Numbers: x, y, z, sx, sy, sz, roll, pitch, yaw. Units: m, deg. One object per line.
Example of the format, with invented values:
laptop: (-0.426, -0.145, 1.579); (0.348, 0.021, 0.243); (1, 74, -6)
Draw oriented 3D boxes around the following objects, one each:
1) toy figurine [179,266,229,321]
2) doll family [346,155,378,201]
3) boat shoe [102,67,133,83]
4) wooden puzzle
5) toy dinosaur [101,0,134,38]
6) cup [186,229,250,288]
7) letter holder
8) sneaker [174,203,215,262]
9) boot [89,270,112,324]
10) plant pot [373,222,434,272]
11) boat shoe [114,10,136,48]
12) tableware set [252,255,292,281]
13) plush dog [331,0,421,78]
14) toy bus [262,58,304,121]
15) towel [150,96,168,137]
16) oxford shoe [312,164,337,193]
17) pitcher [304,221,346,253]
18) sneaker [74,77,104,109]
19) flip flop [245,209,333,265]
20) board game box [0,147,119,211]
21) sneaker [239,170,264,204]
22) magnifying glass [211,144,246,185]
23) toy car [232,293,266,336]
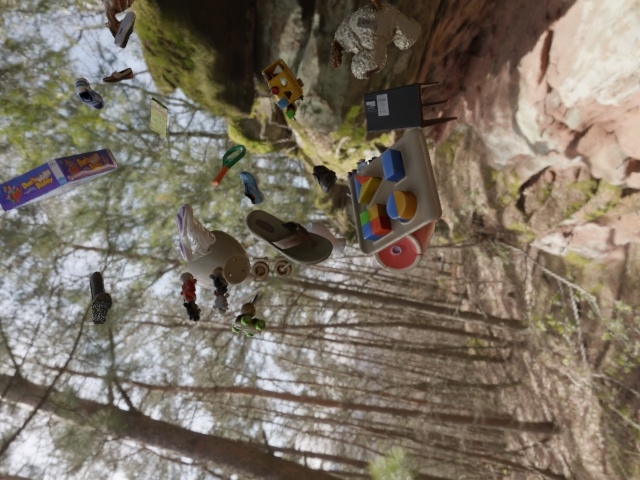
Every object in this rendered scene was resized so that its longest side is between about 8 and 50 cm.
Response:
toy figurine: (-0.509, 0.230, 2.167); (0.148, 0.209, 0.213); (-120, 23, -46)
doll family: (0.177, -0.256, 2.209); (0.263, 0.118, 0.163); (-41, 56, 48)
boat shoe: (-0.826, -0.671, 2.002); (0.137, 0.049, 0.043); (-32, -41, -39)
wooden puzzle: (0.218, -0.154, 1.617); (0.348, 0.080, 0.322); (-31, 58, 46)
toy dinosaur: (-0.838, -1.000, 2.058); (0.296, 0.127, 0.200); (-57, -31, -18)
cup: (-0.511, 0.125, 2.639); (0.331, 0.237, 0.331); (-12, -72, -42)
letter holder: (0.344, -0.507, 1.863); (0.302, 0.214, 0.152); (13, 115, 56)
sneaker: (-0.522, -0.042, 2.057); (0.305, 0.152, 0.114); (98, 150, -47)
boot: (-0.877, 0.204, 1.955); (0.190, 0.076, 0.208); (-55, 37, 33)
plant pot: (0.323, -0.011, 1.999); (0.243, 0.275, 0.275); (-63, -17, -58)
boat shoe: (-0.735, -0.798, 1.866); (0.142, 0.049, 0.040); (-59, -30, 8)
tableware set: (-0.233, 0.141, 2.339); (0.039, 0.194, 0.128); (-73, -21, -78)
plush dog: (0.129, -0.622, 1.461); (0.262, 0.225, 0.210); (-43, -61, -17)
toy bus: (-0.109, -0.522, 1.693); (0.191, 0.104, 0.202); (56, -170, -4)
towel: (-0.851, -0.641, 2.587); (0.021, 0.102, 0.237); (-52, -2, -33)
oxford shoe: (0.008, -0.241, 1.898); (0.083, 0.096, 0.227); (-54, 14, 11)
pitcher: (0.000, 0.000, 2.499); (0.178, 0.207, 0.125); (-33, 39, 43)
sneaker: (-0.786, -0.485, 1.671); (0.144, 0.053, 0.059); (68, -178, -67)
flip flop: (-0.095, -0.018, 1.457); (0.112, 0.277, 0.080); (-60, -4, -27)
board game box: (-0.852, -0.208, 1.617); (0.347, 0.233, 0.078); (-83, -30, -74)
sneaker: (-0.309, -0.230, 2.156); (0.063, 0.162, 0.073); (-31, 0, 44)
magnifying glass: (-0.337, -0.277, 1.787); (0.026, 0.092, 0.231); (61, -145, -37)
toy car: (-0.353, 0.374, 2.510); (0.155, 0.149, 0.188); (-39, 34, 49)
